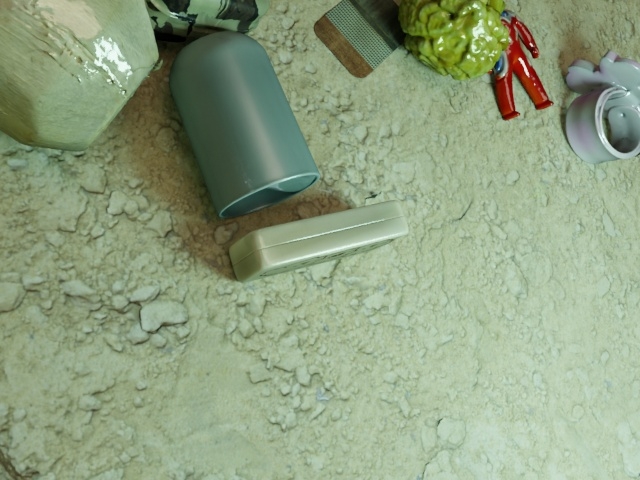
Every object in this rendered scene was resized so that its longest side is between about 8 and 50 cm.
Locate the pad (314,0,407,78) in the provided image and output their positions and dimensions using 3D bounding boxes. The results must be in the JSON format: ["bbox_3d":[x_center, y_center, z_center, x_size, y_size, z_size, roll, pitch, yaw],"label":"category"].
[{"bbox_3d":[0.064,-0.555,1.635,0.250,0.055,0.323,-47,117,-29],"label":"pad"}]

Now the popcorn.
[{"bbox_3d":[0.306,-0.503,1.653,0.258,0.224,0.270,1,65,-47],"label":"popcorn"}]

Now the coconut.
[{"bbox_3d":[-0.448,-0.340,1.148,0.360,0.346,0.346,40,62,-16],"label":"coconut"}]

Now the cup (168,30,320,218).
[{"bbox_3d":[-0.148,-0.217,1.344,0.205,0.205,0.312,-18,84,-30],"label":"cup"}]

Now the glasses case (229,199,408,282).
[{"bbox_3d":[0.000,0.000,1.392,0.336,0.144,0.076,-13,82,-28],"label":"glasses case"}]

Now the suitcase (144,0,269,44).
[{"bbox_3d":[-0.291,-0.545,1.356,0.339,0.194,0.351,-8,76,-47],"label":"suitcase"}]

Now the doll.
[{"bbox_3d":[0.460,-0.497,1.805,0.188,0.099,0.384,-23,90,-30],"label":"doll"}]

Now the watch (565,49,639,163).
[{"bbox_3d":[0.735,-0.324,1.846,0.248,0.211,0.217,37,71,-23],"label":"watch"}]
